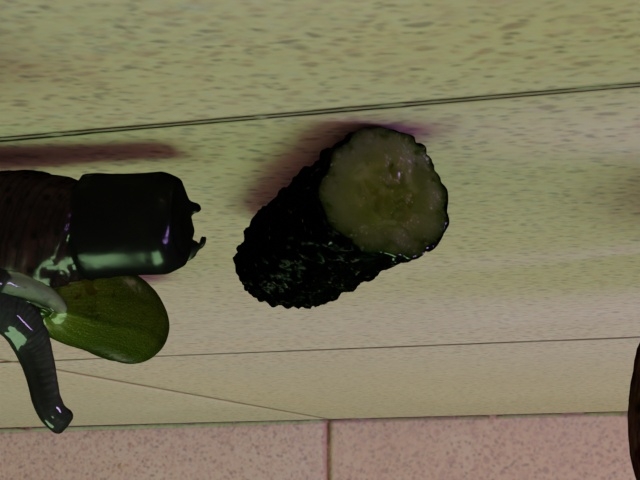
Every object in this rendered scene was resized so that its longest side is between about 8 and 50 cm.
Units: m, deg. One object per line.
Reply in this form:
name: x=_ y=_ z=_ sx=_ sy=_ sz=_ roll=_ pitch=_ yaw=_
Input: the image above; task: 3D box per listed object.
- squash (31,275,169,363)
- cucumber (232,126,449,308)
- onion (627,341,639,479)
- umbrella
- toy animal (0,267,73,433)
squash: x=-0.153 y=0.046 z=1.303 sx=0.066 sy=0.066 sz=0.252 roll=-2 pitch=171 yaw=10
cucumber: x=-0.001 y=0.001 z=1.015 sx=0.072 sy=0.072 sz=0.300 roll=2 pitch=170 yaw=-13
onion: x=0.366 y=0.098 z=1.019 sx=0.385 sy=0.347 sz=0.348 roll=-40 pitch=162 yaw=8
umbrella: x=-0.222 y=0.003 z=0.973 sx=0.326 sy=0.094 sz=0.090 roll=-1 pitch=-175 yaw=11
toy animal: x=-0.180 y=-0.017 z=0.713 sx=0.082 sy=0.137 sz=0.269 roll=-9 pitch=160 yaw=30
